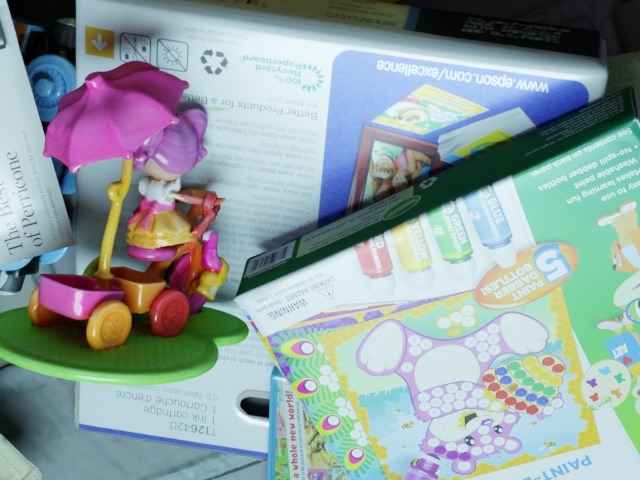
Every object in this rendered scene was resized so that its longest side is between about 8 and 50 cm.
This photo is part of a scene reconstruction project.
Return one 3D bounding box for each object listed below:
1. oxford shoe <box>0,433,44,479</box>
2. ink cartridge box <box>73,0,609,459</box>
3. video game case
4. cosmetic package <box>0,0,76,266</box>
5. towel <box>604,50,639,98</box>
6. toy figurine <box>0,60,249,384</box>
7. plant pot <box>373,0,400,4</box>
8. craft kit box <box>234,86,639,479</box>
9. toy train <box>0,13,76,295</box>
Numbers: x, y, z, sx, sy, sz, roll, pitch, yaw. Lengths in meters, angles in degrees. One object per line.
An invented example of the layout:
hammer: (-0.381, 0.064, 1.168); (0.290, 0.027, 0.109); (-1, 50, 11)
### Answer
oxford shoe: (-0.326, 0.035, 0.966); (0.146, 0.140, 0.397); (-29, 85, -24)
ink cartridge box: (0.000, 0.000, 0.922); (0.303, 0.072, 0.307); (8, 123, 4)
video game case: (0.050, 0.139, 0.948); (0.166, 0.015, 0.119); (6, 120, 5)
cosmetic package: (-0.219, -0.100, 0.852); (0.099, 0.060, 0.239); (-17, 107, -8)
towel: (0.270, 0.036, 0.914); (0.248, 0.038, 0.325); (-7, 92, 18)
toy figurine: (-0.096, -0.019, 0.829); (0.130, 0.173, 0.159); (17, 105, 36)
plant pot: (-0.048, -0.279, 0.854); (0.254, 0.254, 0.239); (8, 79, 5)
craft kit box: (0.118, 0.073, 0.865); (0.250, 0.061, 0.246); (-25, 113, 19)
toy train: (-0.202, -0.060, 0.956); (0.105, 0.080, 0.184); (20, 98, 13)
